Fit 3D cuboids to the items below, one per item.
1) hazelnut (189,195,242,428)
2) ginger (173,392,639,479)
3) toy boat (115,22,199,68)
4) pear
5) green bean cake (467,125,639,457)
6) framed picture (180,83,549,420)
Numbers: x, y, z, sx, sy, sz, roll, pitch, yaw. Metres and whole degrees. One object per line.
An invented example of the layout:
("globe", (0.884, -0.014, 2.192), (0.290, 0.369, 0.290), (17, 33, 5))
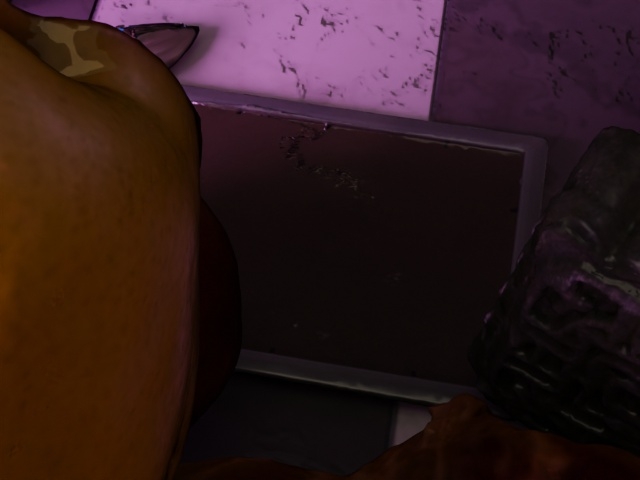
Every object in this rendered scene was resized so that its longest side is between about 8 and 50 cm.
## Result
("hazelnut", (-0.139, 0.041, 0.711), (0.208, 0.208, 0.208), (1, 55, -1))
("ginger", (0.074, 0.211, 0.638), (0.357, 0.152, 0.274), (-7, 56, -5))
("toy boat", (-0.164, -0.107, 0.911), (0.210, 0.066, 0.084), (-28, 64, -32))
("pear", (-0.204, 0.088, 0.505), (0.340, 0.386, 0.191), (24, 33, -27))
("green bean cake", (0.179, 0.053, 0.728), (0.173, 0.181, 0.094), (33, 57, 9))
("framed picture", (0.000, 0.000, 0.867), (0.273, 0.016, 0.216), (10, 56, 5))
